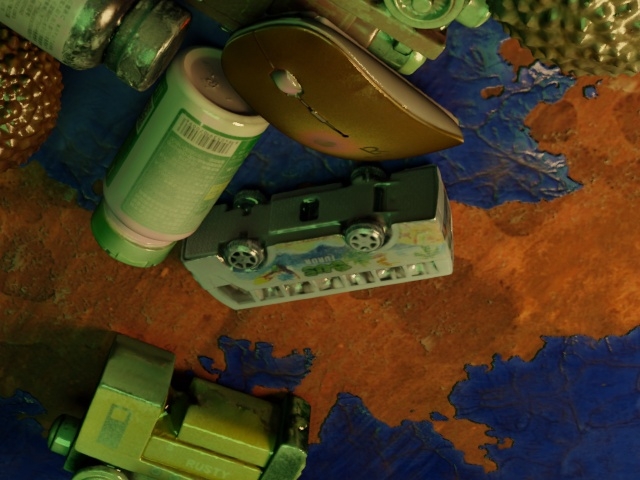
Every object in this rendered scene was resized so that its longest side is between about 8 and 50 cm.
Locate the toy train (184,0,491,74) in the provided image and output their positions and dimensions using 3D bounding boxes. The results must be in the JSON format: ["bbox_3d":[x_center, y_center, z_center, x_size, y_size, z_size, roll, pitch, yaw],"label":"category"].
[{"bbox_3d":[0.023,-0.280,1.186,0.304,0.150,0.221,27,137,-15],"label":"toy train"}]

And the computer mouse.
[{"bbox_3d":[0.029,-0.146,1.239,0.158,0.071,0.310,-8,156,38],"label":"computer mouse"}]

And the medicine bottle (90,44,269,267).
[{"bbox_3d":[-0.172,-0.090,1.361,0.133,0.133,0.274,29,126,-14],"label":"medicine bottle"}]

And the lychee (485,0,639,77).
[{"bbox_3d":[0.270,-0.278,1.074,0.255,0.274,0.255,5,102,25],"label":"lychee"}]

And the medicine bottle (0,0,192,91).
[{"bbox_3d":[-0.279,-0.275,1.195,0.293,0.141,0.141,34,126,-3],"label":"medicine bottle"}]

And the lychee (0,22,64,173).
[{"bbox_3d":[-0.387,-0.168,1.299,0.200,0.238,0.200,-7,105,-27],"label":"lychee"}]

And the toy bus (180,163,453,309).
[{"bbox_3d":[0.000,0.000,1.430,0.330,0.109,0.136,-10,137,17],"label":"toy bus"}]

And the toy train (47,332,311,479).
[{"bbox_3d":[-0.188,0.303,1.667,0.397,0.160,0.253,22,121,-8],"label":"toy train"}]
